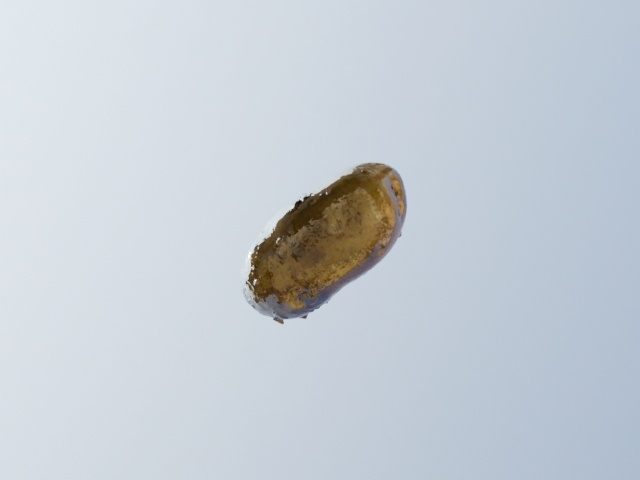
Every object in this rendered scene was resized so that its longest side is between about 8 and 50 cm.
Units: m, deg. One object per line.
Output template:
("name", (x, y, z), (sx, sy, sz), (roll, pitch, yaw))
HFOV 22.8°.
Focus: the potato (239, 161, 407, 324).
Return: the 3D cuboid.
("potato", (0.000, 0.000, 0.639), (0.083, 0.040, 0.051), (-41, -149, 21))
